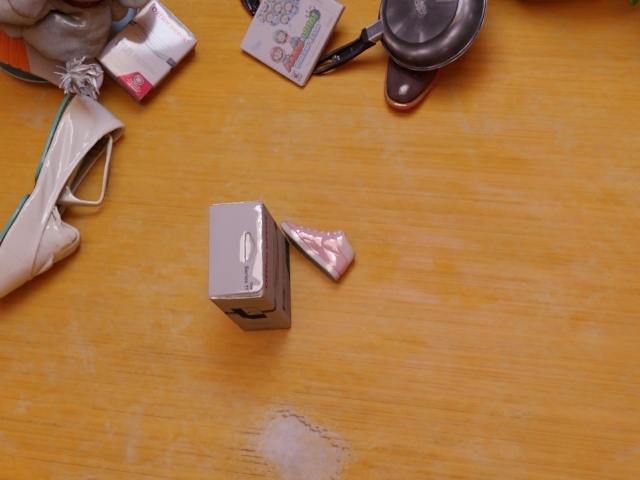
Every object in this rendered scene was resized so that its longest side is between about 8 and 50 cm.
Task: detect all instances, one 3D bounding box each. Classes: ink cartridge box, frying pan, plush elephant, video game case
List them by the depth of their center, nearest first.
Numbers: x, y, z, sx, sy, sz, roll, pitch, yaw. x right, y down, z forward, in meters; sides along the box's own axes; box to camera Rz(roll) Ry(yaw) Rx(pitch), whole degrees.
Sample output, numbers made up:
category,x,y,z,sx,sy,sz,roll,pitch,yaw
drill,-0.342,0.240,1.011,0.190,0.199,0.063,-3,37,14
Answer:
category,x,y,z,sx,sy,sz,roll,pitch,yaw
ink cartridge box,-0.107,0.043,1.516,0.086,0.208,0.153,-4,70,8
plush elephant,-0.412,-0.429,1.594,0.271,0.255,0.330,-9,54,-38
frying pan,0.121,-0.381,1.632,0.326,0.053,0.197,5,84,31
video game case,-0.051,-0.373,1.712,0.143,0.019,0.157,34,108,16
ink cartridge box,-0.309,-0.337,1.740,0.109,0.063,0.150,44,81,-6

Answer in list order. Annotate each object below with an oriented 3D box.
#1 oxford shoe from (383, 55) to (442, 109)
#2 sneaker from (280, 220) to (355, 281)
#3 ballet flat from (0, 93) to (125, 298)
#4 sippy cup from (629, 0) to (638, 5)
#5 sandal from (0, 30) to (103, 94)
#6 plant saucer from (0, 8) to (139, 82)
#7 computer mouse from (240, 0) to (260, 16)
category,x,y,z,sx,sy,sz,roll,pitch,yaw
oxford shoe,0.171,-0.354,1.662,0.096,0.098,0.272,17,75,14
sneaker,0.000,0.000,1.598,0.134,0.051,0.070,41,81,16
ballet flat,-0.447,-0.061,1.665,0.139,0.139,0.400,17,75,15
sippy cup,0.655,-0.362,1.515,0.240,0.224,0.306,-34,69,-2
sandal,-0.497,-0.342,1.745,0.265,0.076,0.102,32,110,1
plant saucer,-0.483,-0.429,1.832,0.317,0.044,0.318,-3,71,8
computer mouse,-0.065,-0.478,1.749,0.193,0.042,0.106,-46,62,22
